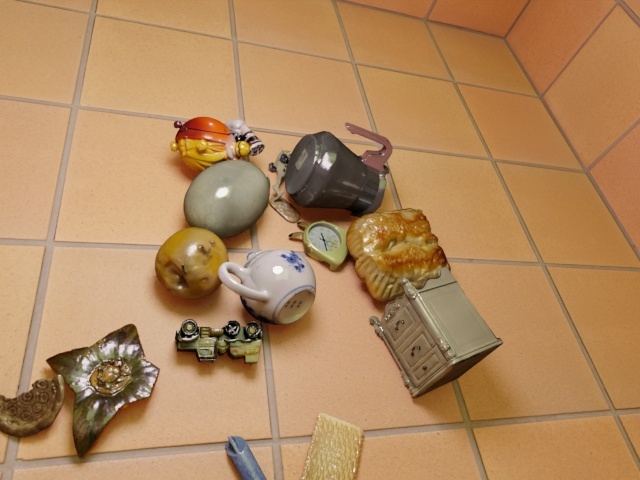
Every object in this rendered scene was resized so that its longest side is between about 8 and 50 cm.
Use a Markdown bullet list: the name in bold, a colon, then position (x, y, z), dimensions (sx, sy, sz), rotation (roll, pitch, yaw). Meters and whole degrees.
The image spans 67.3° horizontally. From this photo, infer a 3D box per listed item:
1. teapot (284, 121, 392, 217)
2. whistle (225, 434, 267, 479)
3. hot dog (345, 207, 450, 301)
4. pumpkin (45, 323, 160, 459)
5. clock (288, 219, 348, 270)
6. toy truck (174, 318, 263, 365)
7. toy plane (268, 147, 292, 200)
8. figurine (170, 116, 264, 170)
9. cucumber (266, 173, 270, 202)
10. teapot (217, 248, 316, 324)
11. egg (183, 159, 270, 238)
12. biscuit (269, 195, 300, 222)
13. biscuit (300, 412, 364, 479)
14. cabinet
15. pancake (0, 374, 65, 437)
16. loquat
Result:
- **teapot**: position (0.089, -0.268, 1.866), dimensions (0.362, 0.376, 0.305), rotation (17, 33, -28)
- **whistle**: position (-0.166, 0.660, 1.288), dimensions (0.062, 0.062, 0.304), rotation (-22, 65, -33)
- **hot dog**: position (0.272, 0.056, 1.820), dimensions (0.366, 0.196, 0.367), rotation (-6, 64, -39)
- **pumpkin**: position (-0.577, 0.386, 1.309), dimensions (0.259, 0.095, 0.290), rotation (-24, 63, -29)
- **clock**: position (0.000, 0.000, 1.842), dimensions (0.232, 0.069, 0.170), rotation (29, 50, 2)
- **toy truck**: position (-0.310, 0.311, 1.458), dimensions (0.257, 0.127, 0.127), rotation (8, 67, -15)
- **toy plane**: position (-0.157, -0.280, 1.977), dimensions (0.108, 0.092, 0.286), rotation (43, 36, -24)
- **figurine**: position (-0.406, -0.370, 1.818), dimensions (0.320, 0.195, 0.323), rotation (4, 17, 36)
- **cucumber**: position (-0.221, -0.196, 1.921), dimensions (0.039, 0.039, 0.167), rotation (9, 55, -15)
- **teapot**: position (-0.159, 0.129, 1.571), dimensions (0.280, 0.252, 0.424), rotation (44, 21, 32)
- **egg**: position (-0.328, -0.148, 1.703), dimensions (0.258, 0.258, 0.352), rotation (41, 50, 11)
- **biscuit**: position (-0.142, -0.126, 1.913), dimensions (0.147, 0.018, 0.071), rotation (43, 54, 11)
- **biscuit**: position (0.032, 0.643, 1.398), dimensions (0.160, 0.030, 0.249), rotation (22, 50, -5)
- **cabinet**: position (0.368, 0.304, 1.616), dimensions (0.228, 0.289, 0.317), rotation (-13, 59, -30)
- **pancake**: position (-0.747, 0.407, 1.230), dimensions (0.184, 0.020, 0.190), rotation (38, 75, 14)
- **loquat**: position (-0.404, 0.071, 1.538), dimensions (0.244, 0.243, 0.243), rotation (11, 52, -14)
